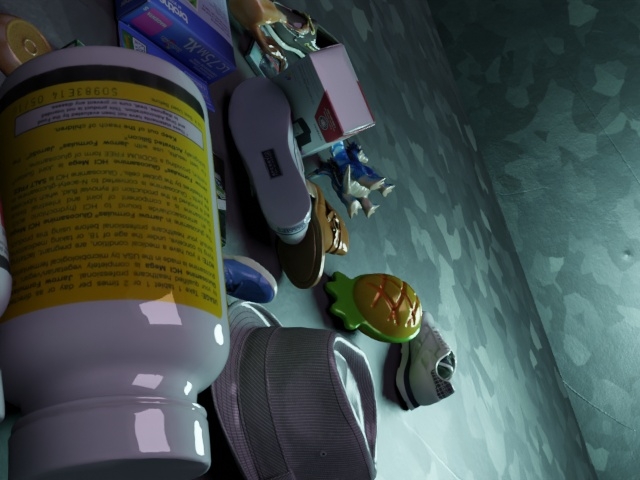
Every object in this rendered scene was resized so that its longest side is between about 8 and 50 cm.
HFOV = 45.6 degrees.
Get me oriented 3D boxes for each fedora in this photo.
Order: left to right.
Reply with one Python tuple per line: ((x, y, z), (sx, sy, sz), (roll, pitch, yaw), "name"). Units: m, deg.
((-0.006, 0.188, 0.865), (0.244, 0.124, 0.275), (-72, 144, -61), "fedora")

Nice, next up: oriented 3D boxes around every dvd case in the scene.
((-0.090, -0.305, 1.288), (0.087, 0.013, 0.119), (54, 27, -30), "dvd case")

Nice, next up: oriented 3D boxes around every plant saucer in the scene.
((-0.294, -0.191, 0.758), (0.083, 0.015, 0.083), (46, 32, -40), "plant saucer")

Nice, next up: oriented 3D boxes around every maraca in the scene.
((0.087, 0.105, 1.224), (0.186, 0.099, 0.127), (13, 44, -33), "maraca")

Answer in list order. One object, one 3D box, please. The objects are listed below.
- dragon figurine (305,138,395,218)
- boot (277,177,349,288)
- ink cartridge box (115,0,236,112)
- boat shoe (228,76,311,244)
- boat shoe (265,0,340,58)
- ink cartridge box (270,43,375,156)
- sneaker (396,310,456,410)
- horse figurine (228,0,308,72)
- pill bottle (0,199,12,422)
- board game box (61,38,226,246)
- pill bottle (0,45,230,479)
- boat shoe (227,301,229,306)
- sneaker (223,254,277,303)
((0.033, -0.113, 1.249), (0.144, 0.085, 0.289), (42, 15, 15), "dragon figurine")
((0.000, 0.000, 1.155), (0.152, 0.073, 0.197), (39, 40, -55), "boot")
((-0.200, -0.345, 1.035), (0.186, 0.065, 0.311), (29, 46, -54), "ink cartridge box")
((-0.074, -0.113, 1.093), (0.084, 0.095, 0.258), (86, -7, -65), "boat shoe")
((-0.033, -0.386, 1.406), (0.228, 0.069, 0.081), (23, 50, -58), "boat shoe")
((-0.017, -0.198, 1.143), (0.072, 0.175, 0.127), (-27, 95, -37), "ink cartridge box")
((0.200, 0.208, 1.372), (0.090, 0.095, 0.235), (54, 26, -26), "sneaker")
((-0.110, -0.408, 1.235), (0.174, 0.066, 0.263), (-17, 87, -55), "horse figurine")
((-0.279, -0.015, 0.463), (0.162, 0.162, 0.278), (15, 56, -61), "pill bottle")
((-0.197, -0.100, 0.873), (0.260, 0.030, 0.136), (40, 39, -47), "board game box")
((-0.173, 0.025, 0.620), (0.188, 0.188, 0.334), (32, 42, -53), "pill bottle")
((-0.127, 0.102, 0.824), (0.056, 0.048, 0.153), (63, 25, -13), "boat shoe")
((-0.124, 0.047, 0.816), (0.152, 0.058, 0.084), (29, 38, -10), "sneaker")
